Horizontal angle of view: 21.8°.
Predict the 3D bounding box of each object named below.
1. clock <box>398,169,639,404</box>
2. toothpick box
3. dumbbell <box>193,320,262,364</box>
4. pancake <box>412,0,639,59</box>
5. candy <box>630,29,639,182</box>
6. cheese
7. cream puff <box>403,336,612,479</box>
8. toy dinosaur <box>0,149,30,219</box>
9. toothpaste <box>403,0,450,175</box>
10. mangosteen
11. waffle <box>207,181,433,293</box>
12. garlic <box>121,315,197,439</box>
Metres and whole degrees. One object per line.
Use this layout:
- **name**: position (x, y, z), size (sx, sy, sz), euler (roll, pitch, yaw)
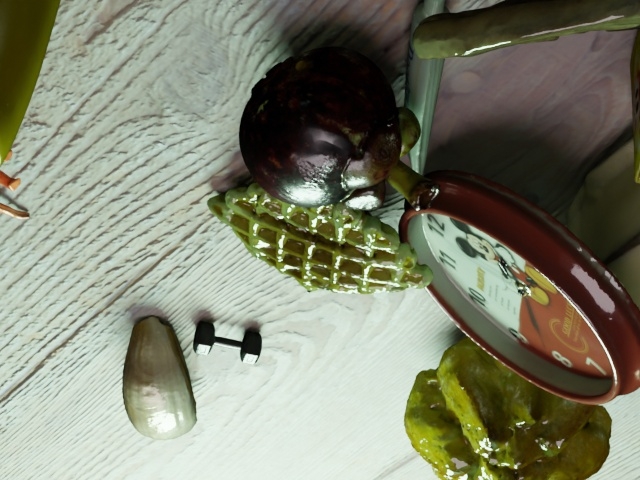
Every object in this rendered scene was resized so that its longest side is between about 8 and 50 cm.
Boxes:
- **clock**: position (0.217, 0.046, 1.744), size (0.318, 0.080, 0.318), euler (38, 162, 15)
- **toothpick box**: position (-0.328, -0.174, 1.467), size (0.175, 0.271, 0.175), euler (2, 141, 2)
- **dumbbell**: position (-0.112, 0.124, 2.006), size (0.083, 0.040, 0.036), euler (12, 110, -11)
- **pancake**: position (0.230, -0.199, 1.435), size (0.294, 0.050, 0.294), euler (-8, -175, 1)
- **candy**: position (0.435, -0.125, 1.559), size (0.276, 0.146, 0.088), euler (1, 154, 0)
- **cheese**: position (0.395, -0.015, 1.724), size (0.233, 0.127, 0.266), euler (19, 141, -23)
- **cream puff**: position (0.228, 0.212, 1.992), size (0.244, 0.196, 0.244), euler (-17, 135, -19)
- **toy dinosaur**: position (-0.379, -0.092, 1.745), size (0.101, 0.055, 0.280), euler (13, 149, 26)
- **toothpaste**: position (0.101, -0.153, 1.628), size (0.037, 0.067, 0.255), euler (-5, 139, -8)
- **mangosteen**: position (0.011, -0.100, 1.617), size (0.172, 0.172, 0.184), euler (-26, 135, 32)
- **waffle**: position (0.000, 0.000, 1.798), size (0.214, 0.054, 0.208), euler (-7, 138, 46)
- **garlic**: position (-0.194, 0.191, 2.044), size (0.087, 0.101, 0.196), euler (-4, 140, 7)
